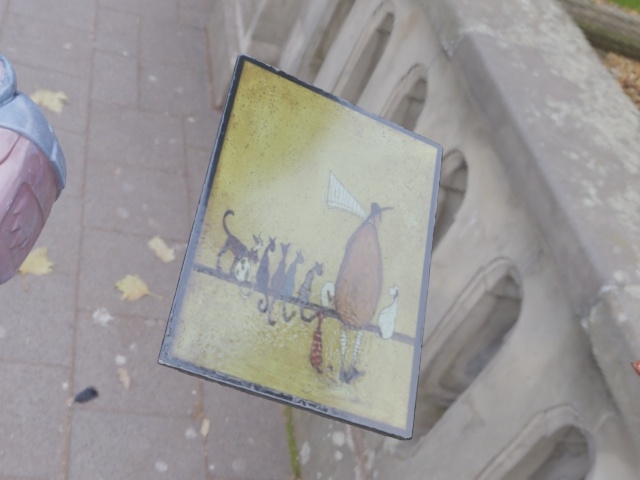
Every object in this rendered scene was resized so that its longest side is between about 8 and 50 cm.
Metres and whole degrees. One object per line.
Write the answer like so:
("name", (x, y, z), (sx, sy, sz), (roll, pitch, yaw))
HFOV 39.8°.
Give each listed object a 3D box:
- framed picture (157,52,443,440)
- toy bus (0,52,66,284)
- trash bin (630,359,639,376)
("framed picture", (0.000, 0.000, 0.861), (0.255, 0.014, 0.339), (22, 60, -21))
("toy bus", (-0.412, -0.055, 0.872), (0.294, 0.197, 0.232), (10, 63, -3))
("trash bin", (0.466, 0.125, 0.935), (0.161, 0.238, 0.184), (49, 15, -35))
